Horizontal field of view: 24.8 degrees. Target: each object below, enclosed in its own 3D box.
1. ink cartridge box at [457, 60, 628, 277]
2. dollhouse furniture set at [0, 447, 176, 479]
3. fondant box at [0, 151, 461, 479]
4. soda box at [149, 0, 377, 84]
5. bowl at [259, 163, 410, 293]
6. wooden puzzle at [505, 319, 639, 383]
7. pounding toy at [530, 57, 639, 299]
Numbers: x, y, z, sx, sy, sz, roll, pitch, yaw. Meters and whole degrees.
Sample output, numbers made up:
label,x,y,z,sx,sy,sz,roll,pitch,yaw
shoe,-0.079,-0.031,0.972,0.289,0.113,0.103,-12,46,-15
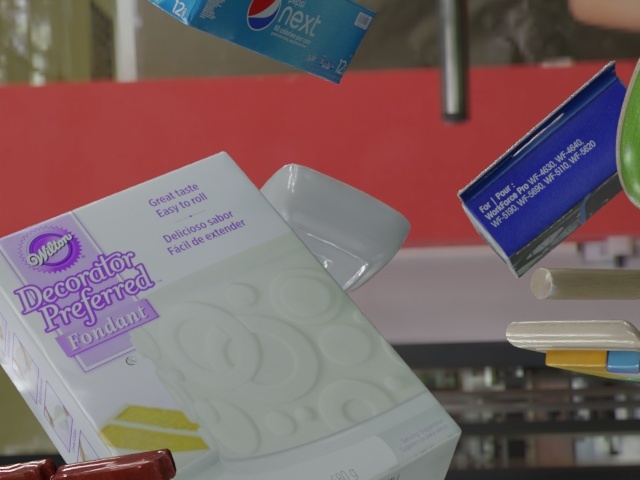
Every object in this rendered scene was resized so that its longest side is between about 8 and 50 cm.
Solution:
label,x,y,z,sx,sy,sz,roll,pitch,yaw
ink cartridge box,0.209,-0.050,1.267,0.065,0.165,0.332,51,-175,11
dollhouse furniture set,-0.131,0.329,0.866,0.201,0.152,0.374,-75,-26,-56
fondant box,-0.088,0.103,1.127,0.330,0.238,0.096,49,147,29
soda box,-0.047,-0.181,1.098,0.210,0.071,0.067,13,-72,-58
bowl,0.000,0.000,1.378,0.142,0.142,0.053,-45,23,58
wooden puzzle,0.364,0.140,1.671,0.221,0.238,0.044,-6,69,58
pounding toy,0.241,-0.042,0.743,0.110,0.183,0.237,40,114,38
